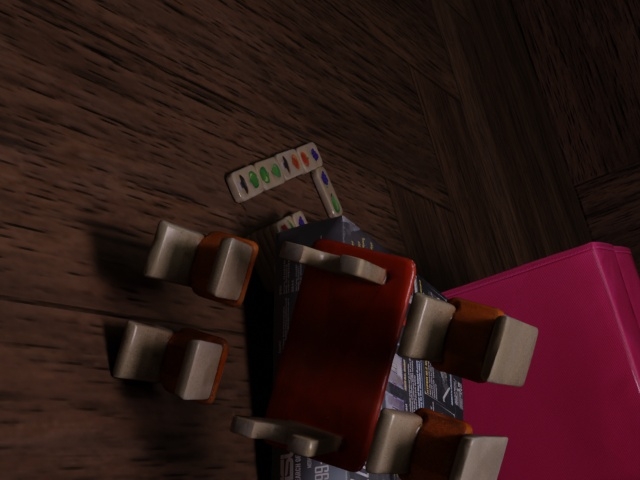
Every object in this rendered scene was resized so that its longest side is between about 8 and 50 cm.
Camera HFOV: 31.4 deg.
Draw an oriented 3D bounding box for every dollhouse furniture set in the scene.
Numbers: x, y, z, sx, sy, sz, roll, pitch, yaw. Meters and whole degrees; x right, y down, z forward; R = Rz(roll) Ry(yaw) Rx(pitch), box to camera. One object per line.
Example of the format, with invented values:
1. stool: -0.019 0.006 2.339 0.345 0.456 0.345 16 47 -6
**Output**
1. dollhouse furniture set: -0.003 0.129 0.788 0.135 0.262 0.259 21 85 -63

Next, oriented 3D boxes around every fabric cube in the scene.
1. fabric cube: 0.257 0.165 1.301 0.259 0.254 0.258 5 66 -66

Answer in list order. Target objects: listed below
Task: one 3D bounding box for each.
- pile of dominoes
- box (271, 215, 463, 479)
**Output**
1. pile of dominoes: 0.000 0.000 1.147 0.196 0.040 0.251 66 23 -4
2. box: 0.050 0.166 1.008 0.242 0.076 0.308 35 47 -51
